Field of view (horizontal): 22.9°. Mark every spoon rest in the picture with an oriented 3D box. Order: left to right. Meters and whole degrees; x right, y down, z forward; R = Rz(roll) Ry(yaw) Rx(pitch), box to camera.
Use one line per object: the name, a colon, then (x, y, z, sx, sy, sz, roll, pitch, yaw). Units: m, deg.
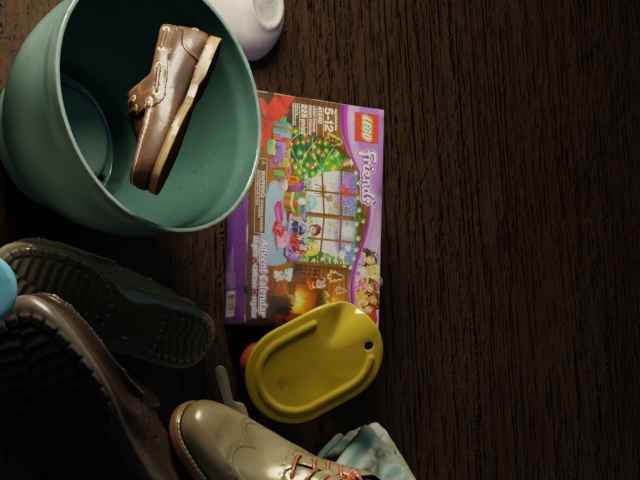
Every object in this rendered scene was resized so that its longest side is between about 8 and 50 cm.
spoon rest: (-0.126, -0.358, 2.049, 0.137, 0.084, 0.276, -58, 135, -39)

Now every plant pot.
plant pot: (-0.236, -0.132, 1.751, 0.293, 0.196, 0.293, 17, 66, -44)

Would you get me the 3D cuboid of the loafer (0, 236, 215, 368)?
loafer: (-0.249, 0.070, 1.761, 0.269, 0.092, 0.102, 25, 95, -26)

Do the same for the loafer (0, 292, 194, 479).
loafer: (-0.248, 0.194, 1.718, 0.130, 0.134, 0.366, -83, 151, -58)

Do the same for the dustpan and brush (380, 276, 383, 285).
dustpan and brush: (0.000, 0.000, 2.082, 0.211, 0.060, 0.147, 44, 49, -31)

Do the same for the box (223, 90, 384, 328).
box: (-0.019, -0.033, 2.009, 0.201, 0.057, 0.293, 5, 82, -32)

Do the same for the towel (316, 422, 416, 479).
towel: (0.046, 0.452, 1.981, 0.320, 0.090, 0.374, 59, 43, -17)

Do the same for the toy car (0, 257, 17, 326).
toy car: (-0.440, 0.022, 1.517, 0.238, 0.219, 0.210, -18, 94, -20)

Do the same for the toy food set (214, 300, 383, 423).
toy food set: (-0.032, 0.153, 1.961, 0.218, 0.071, 0.128, -27, 108, -8)

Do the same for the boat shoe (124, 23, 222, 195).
boat shoe: (-0.165, -0.138, 1.638, 0.073, 0.073, 0.207, 19, 54, -2)

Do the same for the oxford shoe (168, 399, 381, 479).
oxford shoe: (-0.006, 0.270, 1.761, 0.348, 0.130, 0.123, 35, 41, -14)
